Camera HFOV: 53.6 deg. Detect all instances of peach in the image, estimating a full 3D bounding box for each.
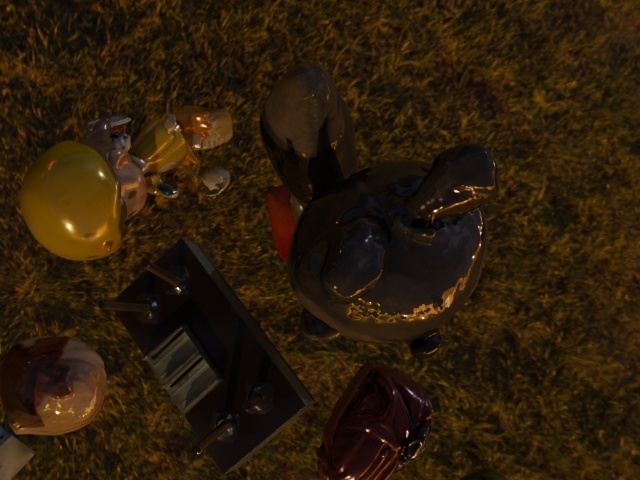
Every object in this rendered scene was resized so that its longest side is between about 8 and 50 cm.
[{"bbox_3d":[0.001,0.006,1.202,0.267,0.159,0.154,23,49,-7],"label":"peach"}]

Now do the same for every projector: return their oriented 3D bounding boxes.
[{"bbox_3d":[-0.710,0.480,1.359,0.147,0.061,0.115,-47,148,-24],"label":"projector"}]

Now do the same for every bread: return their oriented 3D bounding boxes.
[{"bbox_3d":[-0.342,-0.328,1.846,0.139,0.236,0.106,0,108,10],"label":"bread"}]

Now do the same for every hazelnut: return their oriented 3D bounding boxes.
[{"bbox_3d":[-0.636,0.352,1.503,0.261,0.261,0.241,38,58,-17],"label":"hazelnut"}]

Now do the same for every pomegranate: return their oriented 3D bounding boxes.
[{"bbox_3d":[0.368,0.599,1.471,0.122,0.169,0.143,36,65,-14],"label":"pomegranate"}]

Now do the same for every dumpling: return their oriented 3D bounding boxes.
[{"bbox_3d":[-0.208,-0.116,1.267,0.052,0.076,0.057,-15,134,-58],"label":"dumpling"}]

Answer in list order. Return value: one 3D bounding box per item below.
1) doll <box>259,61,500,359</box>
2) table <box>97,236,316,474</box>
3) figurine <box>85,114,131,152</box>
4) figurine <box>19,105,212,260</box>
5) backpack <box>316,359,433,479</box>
[{"bbox_3d":[0.024,-0.035,0.737,0.252,0.382,0.378,-43,82,-11],"label":"doll"},{"bbox_3d":[-0.136,0.122,0.689,0.121,0.111,0.240,-42,73,8],"label":"table"},{"bbox_3d":[-0.590,-0.269,1.809,0.132,0.132,0.154,-19,114,-24],"label":"figurine"},{"bbox_3d":[-0.337,-0.105,1.074,0.187,0.215,0.343,33,48,15],"label":"figurine"},{"bbox_3d":[0.072,0.304,1.017,0.138,0.229,0.229,33,73,-10],"label":"backpack"}]
